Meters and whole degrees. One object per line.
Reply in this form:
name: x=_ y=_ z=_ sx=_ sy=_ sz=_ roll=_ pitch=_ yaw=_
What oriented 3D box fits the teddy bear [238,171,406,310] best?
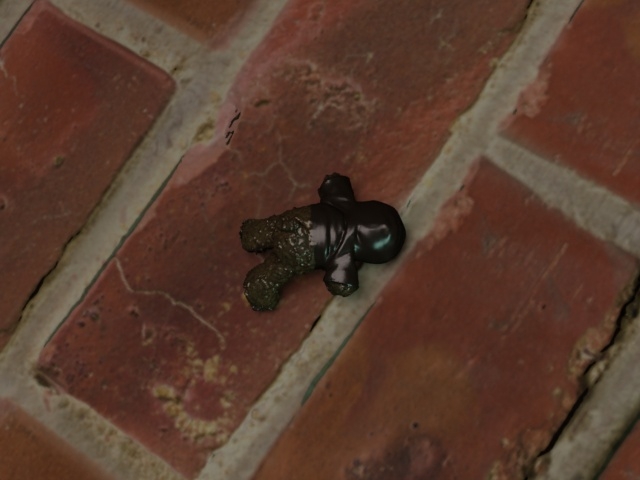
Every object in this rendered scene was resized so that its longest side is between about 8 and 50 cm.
teddy bear: x=-0.005 y=-0.002 z=1.445 sx=0.160 sy=0.078 sz=0.119 roll=-14 pitch=67 yaw=14
